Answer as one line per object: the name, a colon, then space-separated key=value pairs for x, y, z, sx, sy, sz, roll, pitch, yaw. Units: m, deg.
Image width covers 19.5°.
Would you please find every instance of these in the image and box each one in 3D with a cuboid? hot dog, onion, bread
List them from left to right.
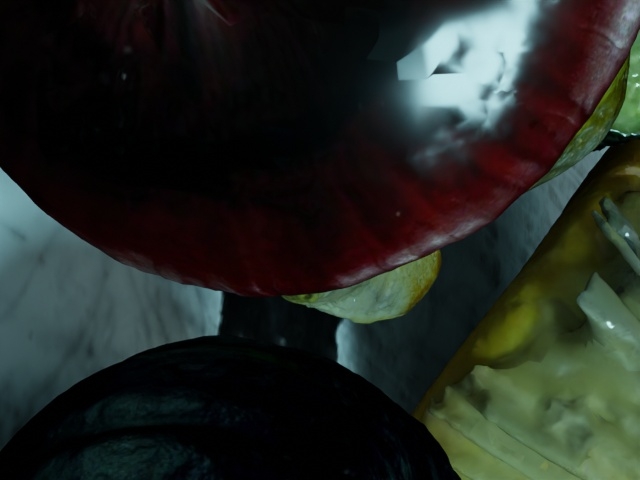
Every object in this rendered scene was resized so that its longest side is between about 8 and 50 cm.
onion: x=-0.023 y=-0.117 z=0.622 sx=0.285 sy=0.273 sz=0.273 roll=16 pitch=74 yaw=-73
hot dog: x=-0.001 y=-0.001 z=0.896 sx=0.169 sy=0.061 sz=0.078 roll=31 pitch=62 yaw=-58
bread: x=0.178 y=0.050 z=1.070 sx=0.388 sy=0.183 sz=0.236 roll=-33 pitch=145 yaw=-58

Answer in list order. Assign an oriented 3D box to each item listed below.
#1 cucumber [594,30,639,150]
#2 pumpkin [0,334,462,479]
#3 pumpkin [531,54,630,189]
cucumber: x=0.134 y=-0.074 z=1.063 sx=0.293 sy=0.067 sz=0.068 roll=159 pitch=-69 yaw=-81
pumpkin: x=0.000 y=0.153 z=0.686 sx=0.248 sy=0.248 sz=0.248 roll=6 pitch=84 yaw=-63
pumpkin: x=0.048 y=-0.112 z=0.877 sx=0.219 sy=0.162 sz=0.219 roll=60 pitch=-16 yaw=29
